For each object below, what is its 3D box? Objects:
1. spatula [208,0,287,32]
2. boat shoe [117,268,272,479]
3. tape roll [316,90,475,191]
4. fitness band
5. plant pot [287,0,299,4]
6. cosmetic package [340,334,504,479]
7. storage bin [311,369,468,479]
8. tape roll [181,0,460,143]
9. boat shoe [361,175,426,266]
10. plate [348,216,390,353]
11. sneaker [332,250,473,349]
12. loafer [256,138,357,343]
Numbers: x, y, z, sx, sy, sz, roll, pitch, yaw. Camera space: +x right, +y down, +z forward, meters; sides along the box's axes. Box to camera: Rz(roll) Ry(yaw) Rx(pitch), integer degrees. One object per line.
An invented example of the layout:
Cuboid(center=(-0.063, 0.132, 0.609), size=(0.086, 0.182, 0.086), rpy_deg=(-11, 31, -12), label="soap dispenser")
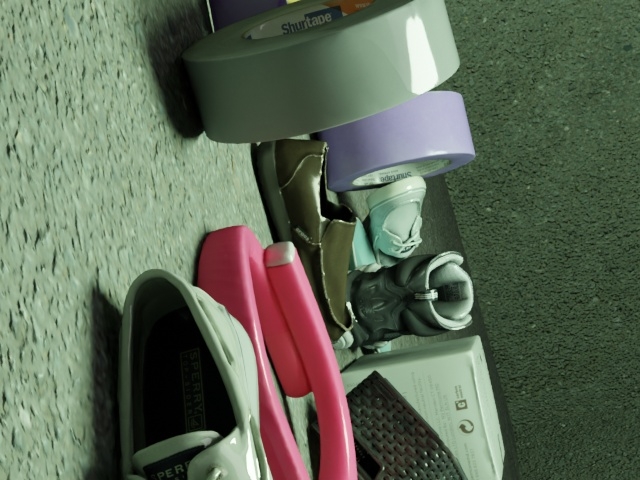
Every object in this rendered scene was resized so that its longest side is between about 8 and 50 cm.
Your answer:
Cuboid(center=(-0.104, -0.321, 1.211), size=(0.030, 0.084, 0.296), rpy_deg=(-33, 105, -58), label="spatula")
Cuboid(center=(-0.067, 0.135, 0.747), size=(0.088, 0.096, 0.267), rpy_deg=(56, 22, -54), label="boat shoe")
Cuboid(center=(0.093, -0.121, 1.675), size=(0.189, 0.189, 0.080), rpy_deg=(17, 61, -79), label="tape roll")
Cuboid(center=(-0.028, 0.122, 1.089), size=(0.209, 0.054, 0.291), rpy_deg=(-87, 161, -56), label="fitness band")
Cuboid(center=(0.003, -0.348, 1.368), size=(0.239, 0.254, 0.254), rpy_deg=(-132, -152, -81), label="plant pot")
Cuboid(center=(0.117, 0.199, 1.509), size=(0.184, 0.151, 0.151), rpy_deg=(-14, 92, -80), label="cosmetic package")
Cuboid(center=(0.076, 0.220, 1.311), size=(0.122, 0.084, 0.180), rpy_deg=(46, -9, 32), label="storage bin")
Cuboid(center=(0.000, -0.151, 1.106), size=(0.219, 0.219, 0.072), rpy_deg=(-76, 150, -69), label="tape roll")
Cuboid(center=(0.104, -0.017, 1.781), size=(0.227, 0.079, 0.081), rpy_deg=(106, -36, -71), label="boat shoe")
Cuboid(center=(0.056, 0.064, 1.713), size=(0.188, 0.024, 0.188), rpy_deg=(-14, 90, -80), label="plate")
Cuboid(center=(0.105, 0.069, 1.536), size=(0.268, 0.153, 0.101), rpy_deg=(-5, 85, -71), label="sneaker")
Cuboid(center=(0.000, 0.000, 1.321), size=(0.080, 0.078, 0.220), rpy_deg=(-77, 153, -68), label="loafer")
